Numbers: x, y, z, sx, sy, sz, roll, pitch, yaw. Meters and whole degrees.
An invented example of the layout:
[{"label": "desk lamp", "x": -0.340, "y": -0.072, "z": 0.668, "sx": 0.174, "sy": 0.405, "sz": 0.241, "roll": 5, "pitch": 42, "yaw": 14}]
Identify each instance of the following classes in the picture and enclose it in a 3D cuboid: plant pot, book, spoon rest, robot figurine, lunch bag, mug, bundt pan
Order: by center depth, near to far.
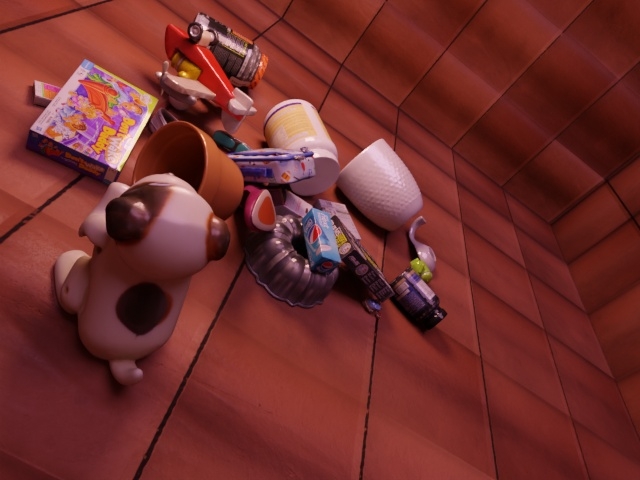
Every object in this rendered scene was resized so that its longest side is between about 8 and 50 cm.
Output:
[{"label": "plant pot", "x": -0.358, "y": -0.164, "z": 1.348, "sx": 0.203, "sy": 0.291, "sz": 0.291, "roll": 17, "pitch": 38, "yaw": -58}, {"label": "book", "x": -0.773, "y": -0.424, "z": 1.419, "sx": 0.144, "sy": 0.035, "sz": 0.096, "roll": 10, "pitch": 42, "yaw": -39}, {"label": "bundt pan", "x": -0.073, "y": 0.045, "z": 1.511, "sx": 0.330, "sy": 0.124, "sz": 0.331, "roll": 26, "pitch": 37, "yaw": -21}, {"label": "lunch bag", "x": -0.175, "y": -0.252, "z": 1.611, "sx": 0.243, "sy": 0.303, "sz": 0.115, "roll": -24, "pitch": 115, "yaw": -58}, {"label": "robot figurine", "x": 0.415, "y": 0.130, "z": 1.953, "sx": 0.115, "sy": 0.067, "sz": 0.101, "roll": 62, "pitch": 7, "yaw": 30}, {"label": "mug", "x": 0.268, "y": -0.214, "z": 2.056, "sx": 0.328, "sy": 0.276, "sz": 0.374, "roll": 50, "pitch": 3, "yaw": 3}, {"label": "spoon rest", "x": 0.446, "y": 0.024, "z": 2.099, "sx": 0.137, "sy": 0.084, "sz": 0.277, "roll": 41, "pitch": 35, "yaw": -41}]

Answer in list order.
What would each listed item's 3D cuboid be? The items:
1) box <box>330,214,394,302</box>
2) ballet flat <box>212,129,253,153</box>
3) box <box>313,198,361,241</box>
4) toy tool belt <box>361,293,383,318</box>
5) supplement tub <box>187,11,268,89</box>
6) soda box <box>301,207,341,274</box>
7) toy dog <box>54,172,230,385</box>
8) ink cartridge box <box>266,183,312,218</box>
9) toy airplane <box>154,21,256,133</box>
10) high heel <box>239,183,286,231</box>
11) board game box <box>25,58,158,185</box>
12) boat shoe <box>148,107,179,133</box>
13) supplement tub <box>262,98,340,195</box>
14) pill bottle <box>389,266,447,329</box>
[{"label": "box", "x": 0.130, "y": 0.062, "z": 1.623, "sx": 0.270, "sy": 0.060, "sz": 0.216, "roll": 46, "pitch": 10, "yaw": -35}, {"label": "ballet flat", "x": -0.313, "y": -0.349, "z": 1.775, "sx": 0.188, "sy": 0.070, "sz": 0.070, "roll": 38, "pitch": 33, "yaw": -11}, {"label": "box", "x": 0.066, "y": -0.073, "z": 1.861, "sx": 0.145, "sy": 0.038, "sz": 0.186, "roll": 9, "pitch": 45, "yaw": -39}, {"label": "toy tool belt", "x": 0.186, "y": 0.224, "z": 1.630, "sx": 0.083, "sy": 0.051, "sz": 0.052, "roll": 46, "pitch": 34, "yaw": 6}, {"label": "supplement tub", "x": -0.412, "y": -0.808, "z": 2.061, "sx": 0.337, "sy": 0.207, "sz": 0.207, "roll": 23, "pitch": 38, "yaw": -26}, {"label": "soda box", "x": 0.000, "y": 0.000, "z": 1.462, "sx": 0.071, "sy": 0.067, "sz": 0.210, "roll": 19, "pitch": 39, "yaw": -30}, {"label": "toy dog", "x": -0.365, "y": 0.042, "z": 0.959, "sx": 0.284, "sy": 0.408, "sz": 0.396, "roll": 22, "pitch": 38, "yaw": -26}, {"label": "ink cartridge box", "x": -0.124, "y": -0.125, "z": 1.705, "sx": 0.181, "sy": 0.062, "sz": 0.104, "roll": 32, "pitch": 34, "yaw": -13}, {"label": "toy airplane", "x": -0.421, "y": -0.546, "z": 1.722, "sx": 0.386, "sy": 0.272, "sz": 0.385, "roll": 40, "pitch": 26, "yaw": -47}, {"label": "high heel", "x": -0.220, "y": -0.094, "z": 1.439, "sx": 0.377, "sy": 0.181, "sz": 0.127, "roll": -63, "pitch": 145, "yaw": -75}, {"label": "board game box", "x": -0.640, "y": -0.344, "z": 1.371, "sx": 0.233, "sy": 0.078, "sz": 0.347, "roll": 26, "pitch": 46, "yaw": -22}, {"label": "boat shoe", "x": -0.455, "y": -0.331, "z": 1.582, "sx": 0.267, "sy": 0.088, "sz": 0.096, "roll": 47, "pitch": 33, "yaw": 8}, {"label": "supplement tub", "x": -0.074, "y": -0.364, "z": 1.866, "sx": 0.241, "sy": 0.241, "sz": 0.331, "roll": 9, "pitch": 45, "yaw": -39}, {"label": "pill bottle", "x": 0.357, "y": 0.216, "z": 1.749, "sx": 0.219, "sy": 0.123, "sz": 0.122, "roll": 49, "pitch": 34, "yaw": 11}]
